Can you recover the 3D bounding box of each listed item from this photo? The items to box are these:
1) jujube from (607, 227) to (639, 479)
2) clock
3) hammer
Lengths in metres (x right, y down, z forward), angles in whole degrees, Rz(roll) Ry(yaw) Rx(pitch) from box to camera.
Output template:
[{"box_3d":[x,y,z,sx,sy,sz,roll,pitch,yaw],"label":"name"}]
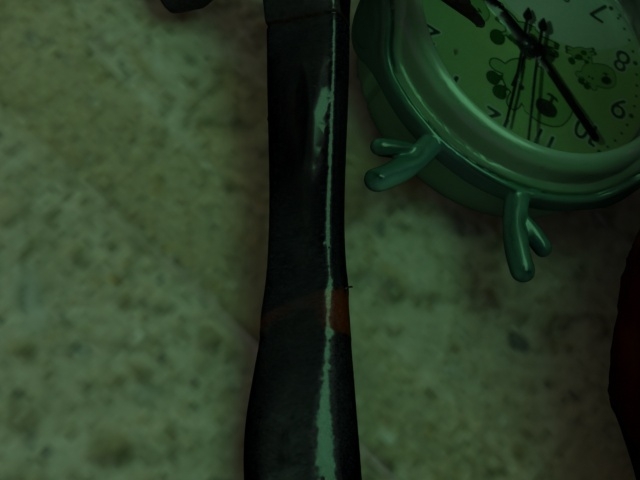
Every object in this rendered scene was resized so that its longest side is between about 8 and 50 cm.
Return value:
[{"box_3d":[0.262,-0.015,0.756,0.258,0.258,0.377,23,85,-14],"label":"jujube"},{"box_3d":[0.085,-0.079,0.845,0.159,0.066,0.211,33,56,-7],"label":"clock"},{"box_3d":[0.000,0.000,0.752,0.137,0.037,0.290,-9,70,20],"label":"hammer"}]
